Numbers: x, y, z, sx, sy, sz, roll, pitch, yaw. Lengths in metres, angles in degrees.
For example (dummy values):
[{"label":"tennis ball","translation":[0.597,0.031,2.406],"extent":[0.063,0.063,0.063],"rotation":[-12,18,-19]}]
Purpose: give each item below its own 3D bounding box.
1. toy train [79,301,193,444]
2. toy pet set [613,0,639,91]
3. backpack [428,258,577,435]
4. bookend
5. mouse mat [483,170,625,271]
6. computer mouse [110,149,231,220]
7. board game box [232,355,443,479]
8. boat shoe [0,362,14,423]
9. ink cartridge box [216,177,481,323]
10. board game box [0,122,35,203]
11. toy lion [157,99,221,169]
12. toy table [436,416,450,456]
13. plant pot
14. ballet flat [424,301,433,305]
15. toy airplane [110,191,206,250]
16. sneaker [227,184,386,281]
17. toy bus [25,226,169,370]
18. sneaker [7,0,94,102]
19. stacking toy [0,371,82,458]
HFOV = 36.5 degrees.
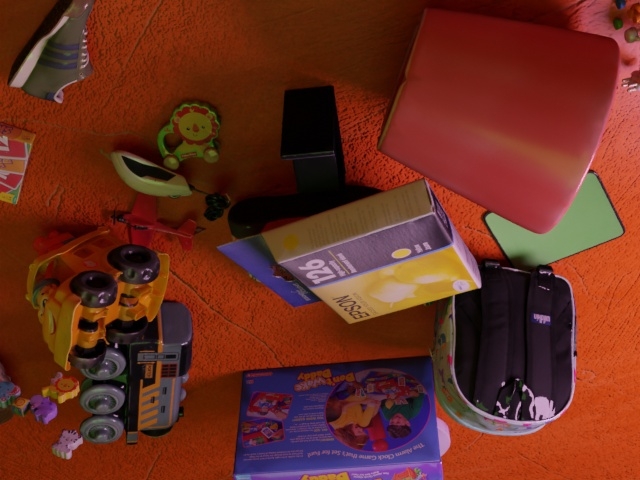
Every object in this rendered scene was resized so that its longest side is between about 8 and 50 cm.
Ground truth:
[{"label":"toy train","translation":[-0.323,0.236,1.693],"extent":[0.190,0.142,0.334],"rotation":[1,132,-12]},{"label":"toy pet set","translation":[0.439,-0.248,1.275],"extent":[0.065,0.114,0.122],"rotation":[-16,133,-7]},{"label":"backpack","translation":[0.288,0.183,1.551],"extent":[0.225,0.254,0.191],"rotation":[8,152,-9]},{"label":"bookend","translation":[-0.007,-0.108,1.364],"extent":[0.072,0.156,0.157],"rotation":[-5,132,5]},{"label":"mouse mat","translation":[0.369,-0.025,1.530],"extent":[0.189,0.007,0.153],"rotation":[-22,127,21]},{"label":"computer mouse","translation":[-0.229,-0.078,1.447],"extent":[0.193,0.042,0.106],"rotation":[23,169,-12]},{"label":"board game box","translation":[0.031,0.325,1.694],"extent":[0.346,0.233,0.078],"rotation":[-5,131,6]},{"label":"boat shoe","translation":[-0.616,0.225,1.726],"extent":[0.104,0.089,0.285],"rotation":[-13,135,-8]},{"label":"ink cartridge box","translation":[0.052,0.039,1.410],"extent":[0.307,0.072,0.303],"rotation":[-20,154,14]},{"label":"board game box","translation":[-0.561,-0.144,1.426],"extent":[0.259,0.039,0.124],"rotation":[19,128,-12]},{"label":"toy lion","translation":[-0.191,-0.156,1.410],"extent":[0.100,0.034,0.096],"rotation":[-10,123,10]},{"label":"toy table","translation":[0.111,0.439,1.842],"extent":[0.274,0.161,0.252],"rotation":[-19,128,18]},{"label":"plant pot","translation":[0.215,-0.169,1.254],"extent":[0.243,0.275,0.275],"rotation":[18,130,-1]},{"label":"ballet flat","translation":[0.168,0.032,1.563],"extent":[0.052,0.057,0.168],"rotation":[20,131,21]},{"label":"toy airplane","translation":[-0.256,-0.021,1.529],"extent":[0.151,0.028,0.151],"rotation":[1,133,1]},{"label":"sneaker","translation":[-0.001,-0.001,1.506],"extent":[0.269,0.090,0.145],"rotation":[-4,134,7]},{"label":"toy bus","translation":[-0.373,0.067,1.486],"extent":[0.211,0.220,0.150],"rotation":[30,122,17]},{"label":"sneaker","translation":[-0.338,-0.258,1.305],"extent":[0.086,0.064,0.192],"rotation":[28,127,-31]},{"label":"stacking toy","translation":[-0.507,0.270,1.654],"extent":[0.221,0.052,0.167],"rotation":[18,131,13]}]
